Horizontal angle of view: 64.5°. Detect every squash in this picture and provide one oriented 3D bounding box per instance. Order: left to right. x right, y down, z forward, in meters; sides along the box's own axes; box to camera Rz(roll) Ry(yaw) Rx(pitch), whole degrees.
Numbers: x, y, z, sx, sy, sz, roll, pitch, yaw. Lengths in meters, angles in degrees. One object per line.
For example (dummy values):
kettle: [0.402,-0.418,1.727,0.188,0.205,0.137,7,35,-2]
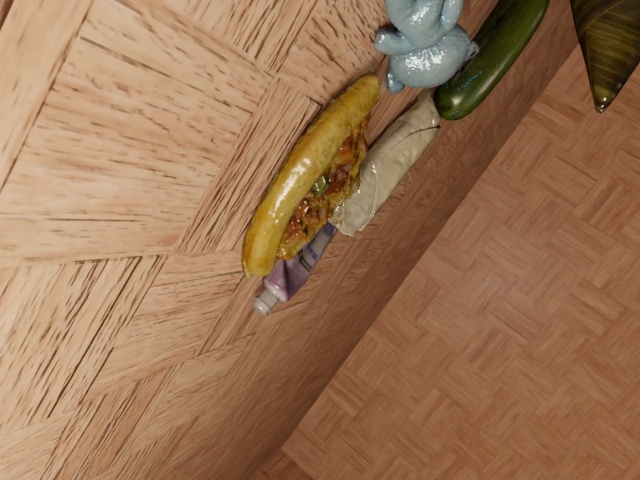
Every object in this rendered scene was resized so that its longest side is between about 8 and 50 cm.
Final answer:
squash: [0.306,-0.342,0.856,0.331,0.087,0.087,-55,164,5]

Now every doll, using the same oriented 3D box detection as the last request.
doll: [0.110,-0.245,0.569,0.120,0.075,0.179,-18,147,15]

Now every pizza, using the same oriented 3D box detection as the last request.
pizza: [0.000,-0.068,0.632,0.292,0.058,0.197,-56,165,12]

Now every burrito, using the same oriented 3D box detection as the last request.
burrito: [0.108,-0.126,0.792,0.275,0.059,0.082,-49,124,-16]

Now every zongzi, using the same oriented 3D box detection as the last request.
zongzi: [0.495,-0.417,0.845,0.403,0.208,0.431,-25,126,-68]

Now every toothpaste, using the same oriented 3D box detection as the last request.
toothpaste: [0.000,0.000,0.809,0.301,0.048,0.075,-48,160,-23]
